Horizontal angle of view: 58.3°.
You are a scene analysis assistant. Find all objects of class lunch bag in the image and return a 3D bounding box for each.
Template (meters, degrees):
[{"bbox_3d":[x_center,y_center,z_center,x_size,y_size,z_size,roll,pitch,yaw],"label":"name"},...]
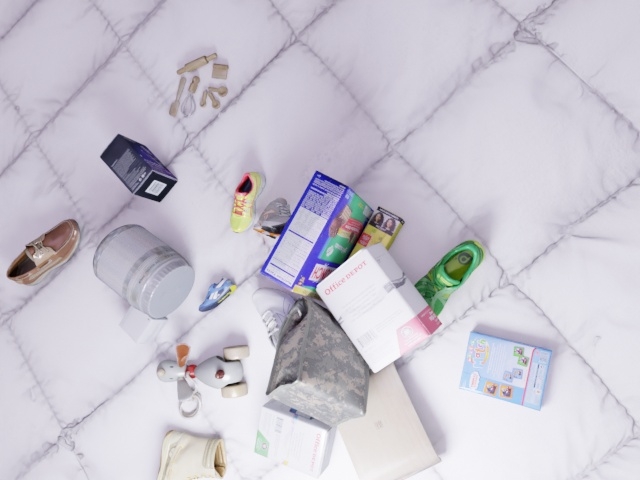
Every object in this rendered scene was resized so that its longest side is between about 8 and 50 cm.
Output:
[{"bbox_3d":[0.004,0.318,1.558,0.169,0.235,0.287,-35,32,42],"label":"lunch bag"}]

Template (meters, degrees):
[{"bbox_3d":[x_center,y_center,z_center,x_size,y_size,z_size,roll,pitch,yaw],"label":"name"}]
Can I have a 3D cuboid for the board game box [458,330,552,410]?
[{"bbox_3d":[0.490,0.344,1.528,0.211,0.039,0.160,12,87,20],"label":"board game box"}]

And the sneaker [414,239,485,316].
[{"bbox_3d":[0.327,0.112,1.570,0.109,0.123,0.295,40,98,19],"label":"sneaker"}]

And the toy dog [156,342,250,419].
[{"bbox_3d":[-0.373,0.414,1.766,0.333,0.161,0.220,-26,75,15],"label":"toy dog"}]

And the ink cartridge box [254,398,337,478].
[{"bbox_3d":[-0.071,0.567,1.662,0.212,0.093,0.154,14,101,22],"label":"ink cartridge box"}]

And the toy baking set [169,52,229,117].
[{"bbox_3d":[-0.426,-0.529,1.972,0.256,0.030,0.197,-14,79,18],"label":"toy baking set"}]

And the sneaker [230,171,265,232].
[{"bbox_3d":[-0.248,-0.126,1.824,0.081,0.094,0.209,17,91,19],"label":"sneaker"}]

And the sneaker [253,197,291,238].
[{"bbox_3d":[-0.126,-0.074,1.711,0.099,0.262,0.121,24,82,-23],"label":"sneaker"}]

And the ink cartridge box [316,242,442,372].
[{"bbox_3d":[0.155,0.176,1.550,0.207,0.117,0.283,-41,79,29],"label":"ink cartridge box"}]

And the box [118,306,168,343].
[{"bbox_3d":[-0.586,0.272,1.900,0.102,0.087,0.101,38,96,20],"label":"box"}]

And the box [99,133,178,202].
[{"bbox_3d":[-0.613,-0.243,1.939,0.207,0.153,0.108,45,99,18],"label":"box"}]

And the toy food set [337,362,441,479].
[{"bbox_3d":[0.170,0.514,1.599,0.219,0.092,0.306,-29,67,8],"label":"toy food set"}]

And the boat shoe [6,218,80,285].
[{"bbox_3d":[-0.995,0.047,2.060,0.324,0.116,0.123,-45,71,10],"label":"boat shoe"}]

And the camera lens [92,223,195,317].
[{"bbox_3d":[-0.571,0.094,1.846,0.274,0.219,0.219,33,95,20],"label":"camera lens"}]

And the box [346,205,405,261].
[{"bbox_3d":[0.150,0.021,1.673,0.087,0.058,0.232,31,91,20],"label":"box"}]

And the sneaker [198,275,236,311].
[{"bbox_3d":[-0.338,0.174,1.843,0.144,0.053,0.059,-40,73,2],"label":"sneaker"}]

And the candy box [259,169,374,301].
[{"bbox_3d":[0.000,0.000,1.616,0.122,0.268,0.317,29,90,23],"label":"candy box"}]

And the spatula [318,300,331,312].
[{"bbox_3d":[0.115,0.182,1.698,0.242,0.019,0.168,-26,75,12],"label":"spatula"}]

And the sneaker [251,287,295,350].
[{"bbox_3d":[-0.110,0.255,1.700,0.297,0.129,0.111,46,119,21],"label":"sneaker"}]

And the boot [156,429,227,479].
[{"bbox_3d":[-0.395,0.733,1.774,0.203,0.095,0.262,1,80,19],"label":"boot"}]
